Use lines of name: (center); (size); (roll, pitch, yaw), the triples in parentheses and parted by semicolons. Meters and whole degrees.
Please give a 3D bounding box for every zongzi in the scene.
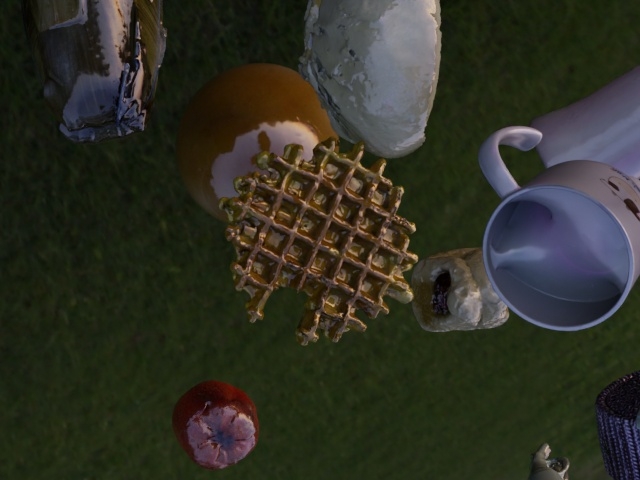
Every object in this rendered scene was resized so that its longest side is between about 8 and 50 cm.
zongzi: (-0.336, -0.391, 1.480); (0.207, 0.403, 0.432); (-7, 141, -3)

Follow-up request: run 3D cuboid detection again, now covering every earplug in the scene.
earplug: (0.465, -0.181, 1.490); (0.301, 0.172, 0.172); (-35, 142, 26)

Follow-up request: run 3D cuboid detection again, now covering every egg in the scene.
egg: (-0.107, -0.169, 1.865); (0.282, 0.351, 0.283); (4, 110, 10)

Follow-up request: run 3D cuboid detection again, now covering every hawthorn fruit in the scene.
hawthorn fruit: (-0.195, 0.344, 2.004); (0.173, 0.173, 0.179); (-28, 169, 0)

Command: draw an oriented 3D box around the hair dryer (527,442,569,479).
hair dryer: (0.174, 0.159, 0.586); (0.206, 0.237, 0.075); (-15, 103, -3)

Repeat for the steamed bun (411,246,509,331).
steamed bun: (0.245, 0.087, 1.747); (0.172, 0.155, 0.141); (-8, 94, -8)

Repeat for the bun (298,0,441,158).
bun: (0.051, -0.231, 1.265); (0.146, 0.287, 0.287); (-3, 136, -12)

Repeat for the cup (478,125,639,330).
cup: (0.218, -0.015, 0.977); (0.142, 0.173, 0.134); (-35, 146, -55)

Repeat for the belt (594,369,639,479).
belt: (0.462, 0.187, 1.139); (0.324, 0.122, 0.260); (-10, -173, 16)

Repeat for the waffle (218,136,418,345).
waffle: (0.000, 0.000, 1.211); (0.228, 0.051, 0.232); (-18, 98, -18)
